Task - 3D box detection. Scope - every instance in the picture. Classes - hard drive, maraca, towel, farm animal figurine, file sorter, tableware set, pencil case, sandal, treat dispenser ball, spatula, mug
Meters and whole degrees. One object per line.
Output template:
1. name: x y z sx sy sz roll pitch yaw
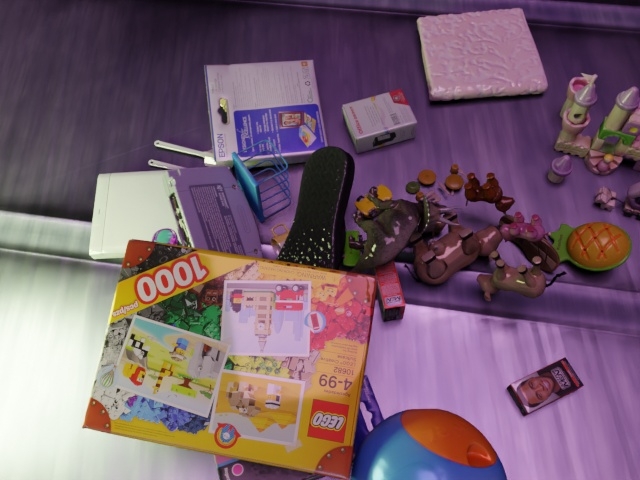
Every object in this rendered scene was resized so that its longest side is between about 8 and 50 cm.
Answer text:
1. hard drive: -0.409 -0.074 1.518 0.353 0.047 0.233 -3 68 1
2. maraca: 0.641 0.012 1.398 0.186 0.099 0.127 6 65 34
3. towel: 0.462 -0.544 1.712 0.332 0.053 0.317 -5 62 0
4. farm animal figurine: 0.359 0.023 1.367 0.327 0.172 0.330 -19 48 14
5. file sorter: -0.143 -0.152 1.484 0.104 0.170 0.118 -29 65 -15
6. tableware set: 0.308 -0.151 1.540 0.154 0.024 0.104 -32 62 -11
7. pencil case: -0.349 0.038 1.407 0.070 0.151 0.064 18 62 24
8. sandal: 0.518 -0.002 1.433 0.049 0.072 0.180 -24 58 -33
9. treat dispenser ball: 0.199 0.460 1.085 0.288 0.288 0.288 -1 63 3
10. spatula: -0.370 -0.195 1.604 0.242 0.019 0.168 14 70 11
11. sandal: 0.002 -0.001 1.397 0.167 0.107 0.445 12 82 35
12. mug: -0.083 0.000 1.458 0.064 0.078 0.062 -31 32 -21

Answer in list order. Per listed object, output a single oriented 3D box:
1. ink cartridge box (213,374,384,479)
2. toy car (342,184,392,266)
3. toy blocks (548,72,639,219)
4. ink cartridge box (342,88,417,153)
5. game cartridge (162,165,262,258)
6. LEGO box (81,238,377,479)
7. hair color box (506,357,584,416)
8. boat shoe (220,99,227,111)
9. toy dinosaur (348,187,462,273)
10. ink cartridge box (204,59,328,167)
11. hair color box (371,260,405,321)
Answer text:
1. ink cartridge box: -0.042 0.422 1.247 0.371 0.069 0.176 -17 63 -8
2. toy car: 0.070 -0.029 1.473 0.239 0.053 0.225 -5 63 1
3. toy blocks: 0.742 -0.273 1.442 0.288 0.260 0.309 18 65 11
4. ink cartridge box: 0.160 -0.329 1.608 0.175 0.072 0.127 -16 64 -5
5. game cartridge: -0.250 -0.036 1.414 0.198 0.062 0.297 -8 75 -47
6. LEGO box: -0.158 0.227 1.168 0.500 0.193 0.372 8 77 7
7. hair color box: 0.490 0.319 1.276 0.141 0.043 0.072 -24 65 -8
8. boat shoe: -0.251 -0.394 1.671 0.170 0.063 0.059 14 59 9
9. toy dinosaur: 0.148 -0.019 1.309 0.313 0.121 0.160 -41 40 -12
10. ink cartridge box: -0.150 -0.350 1.604 0.307 0.072 0.303 -6 72 -7
11. hair color box: 0.155 0.096 1.381 0.053 0.093 0.167 -10 64 -1
